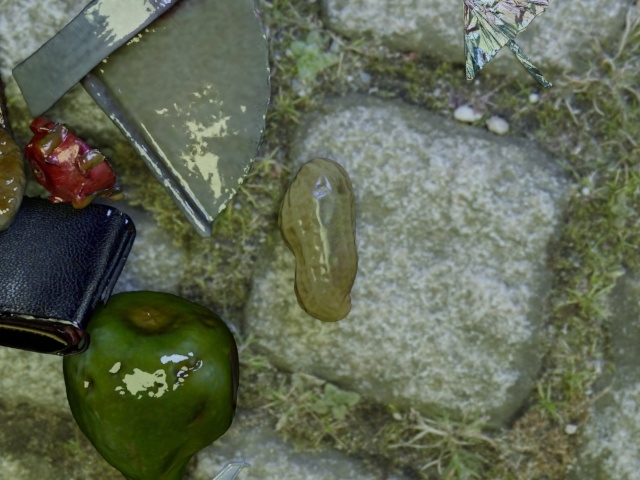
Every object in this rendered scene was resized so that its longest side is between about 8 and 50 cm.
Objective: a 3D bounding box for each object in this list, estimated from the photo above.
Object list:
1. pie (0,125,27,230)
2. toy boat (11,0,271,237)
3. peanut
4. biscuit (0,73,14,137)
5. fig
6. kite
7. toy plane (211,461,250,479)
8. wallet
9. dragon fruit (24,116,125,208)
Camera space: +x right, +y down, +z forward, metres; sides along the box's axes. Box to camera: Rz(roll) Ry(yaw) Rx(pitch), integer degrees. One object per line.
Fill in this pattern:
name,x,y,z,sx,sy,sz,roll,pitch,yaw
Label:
pie,-0.423,-0.075,1.400,0.195,0.046,0.195,6,60,-11
toy boat,-0.176,-0.198,1.443,0.293,0.111,0.276,33,104,-12
peanut,0.000,0.000,1.466,0.093,0.083,0.194,-2,94,-14
biscuit,-0.401,-0.166,1.474,0.064,0.034,0.199,-8,94,0
fig,-0.199,0.203,1.449,0.206,0.206,0.275,8,118,-1
kite,0.223,-0.239,1.486,0.139,0.011,0.157,-42,94,5
toy plane,-0.156,0.379,1.474,0.255,0.101,0.251,-1,66,16
wallet,-0.358,0.032,1.403,0.262,0.221,0.071,9,128,2
dragon fruit,-0.295,-0.081,1.433,0.112,0.126,0.068,25,68,29
